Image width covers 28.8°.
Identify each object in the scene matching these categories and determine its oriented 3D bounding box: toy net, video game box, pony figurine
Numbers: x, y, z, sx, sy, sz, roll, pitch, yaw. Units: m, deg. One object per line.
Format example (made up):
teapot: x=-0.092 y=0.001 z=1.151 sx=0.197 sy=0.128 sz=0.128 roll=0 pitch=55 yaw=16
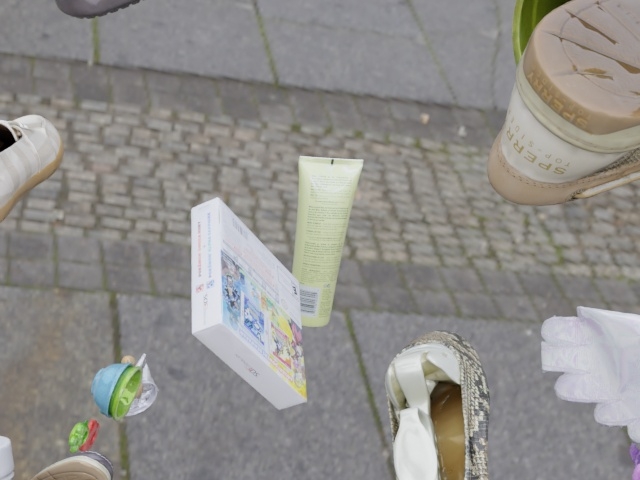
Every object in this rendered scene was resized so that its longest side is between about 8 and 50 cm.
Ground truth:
toy net: x=-0.238 y=0.199 z=1.511 sx=0.045 sy=0.122 sz=0.232 roll=20 pitch=-1 yaw=8
video game box: x=-0.086 y=0.079 z=1.505 sx=0.048 sy=0.205 sz=0.187 roll=-23 pitch=48 yaw=18
pony figurine: x=0.343 y=0.218 z=1.068 sx=0.364 sy=0.302 sz=0.351 roll=19 pitch=-16 yaw=-31

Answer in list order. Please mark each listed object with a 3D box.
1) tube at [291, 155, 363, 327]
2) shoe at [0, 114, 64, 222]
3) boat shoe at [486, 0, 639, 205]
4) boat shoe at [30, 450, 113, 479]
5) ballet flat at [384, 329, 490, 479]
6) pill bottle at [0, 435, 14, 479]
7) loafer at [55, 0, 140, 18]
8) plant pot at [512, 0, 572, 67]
tube: x=0.000 y=0.000 z=1.721 sx=0.062 sy=0.240 sz=0.070 roll=18 pitch=21 yaw=27
shoe: x=-0.282 y=-0.076 z=1.107 sx=0.077 sy=0.058 sz=0.219 roll=-4 pitch=24 yaw=5
boat shoe: x=0.237 y=-0.114 z=0.819 sx=0.341 sy=0.110 sz=0.121 roll=-20 pitch=61 yaw=-35
boat shoe: x=-0.379 y=0.371 z=1.830 sx=0.103 sy=0.285 sz=0.092 roll=36 pitch=42 yaw=-6
ballet flat: x=0.165 y=0.280 z=1.831 sx=0.164 sy=0.182 sz=0.482 roll=-23 pitch=42 yaw=20
pill bottle: x=-0.457 y=0.406 z=1.615 sx=0.160 sy=0.283 sz=0.160 roll=-4 pitch=4 yaw=0
loafer: x=-0.142 y=-0.373 z=1.388 sx=0.366 sy=0.130 sz=0.134 roll=-27 pitch=35 yaw=-10
plant pot: x=0.493 y=-0.328 z=1.784 sx=0.367 sy=0.366 sz=0.353 roll=24 pitch=27 yaw=11
